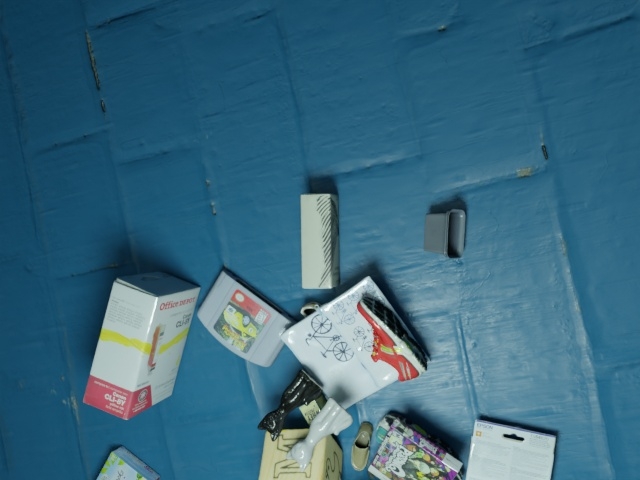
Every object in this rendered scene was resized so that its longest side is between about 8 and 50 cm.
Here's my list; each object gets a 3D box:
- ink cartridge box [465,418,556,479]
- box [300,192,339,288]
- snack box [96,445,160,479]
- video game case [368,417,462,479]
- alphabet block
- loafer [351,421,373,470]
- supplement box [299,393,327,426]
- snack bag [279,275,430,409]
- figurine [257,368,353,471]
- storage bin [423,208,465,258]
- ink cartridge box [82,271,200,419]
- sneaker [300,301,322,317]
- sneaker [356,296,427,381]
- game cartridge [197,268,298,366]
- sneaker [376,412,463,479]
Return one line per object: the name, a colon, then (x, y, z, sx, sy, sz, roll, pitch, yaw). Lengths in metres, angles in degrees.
ink cartridge box: (0.523, 0.620, 1.757, 0.223, 0.045, 0.224, 9, 93, 15)
box: (0.000, 0.000, 1.862, 0.094, 0.113, 0.275, -1, 93, 16)
snack box: (-0.656, 0.822, 2.106, 0.174, 0.070, 0.207, 33, 100, 13)
video game case: (0.256, 0.626, 1.755, 0.210, 0.042, 0.232, 32, 131, 17)
alphabet block: (-0.055, 0.669, 1.819, 0.193, 0.192, 0.197, -6, 51, 16)
loafer: (0.118, 0.613, 1.876, 0.056, 0.050, 0.148, 10, 94, 16)
supplement box: (-0.012, 0.505, 1.895, 0.056, 0.083, 0.083, -33, 83, 15)
snack bag: (0.091, 0.309, 1.833, 0.342, 0.037, 0.323, -33, 102, 15)
figurine: (-0.049, 0.507, 1.775, 0.209, 0.092, 0.215, -48, 51, -8)
storage bin: (0.345, -0.021, 1.774, 0.091, 0.098, 0.135, 7, 95, 44)
ink cartridge box: (-0.539, 0.308, 1.944, 0.160, 0.279, 0.385, 18, 97, 15)
sneaker: (0.027, 0.240, 1.874, 0.185, 0.084, 0.070, 20, 97, 16)
sneaker: (0.177, 0.282, 1.744, 0.118, 0.107, 0.279, -35, 100, 19)
game cartridge: (-0.237, 0.250, 1.972, 0.294, 0.060, 0.196, 34, 105, 13)
sneaker: (0.283, 0.606, 1.818, 0.275, 0.107, 0.110, 33, 120, 18)
